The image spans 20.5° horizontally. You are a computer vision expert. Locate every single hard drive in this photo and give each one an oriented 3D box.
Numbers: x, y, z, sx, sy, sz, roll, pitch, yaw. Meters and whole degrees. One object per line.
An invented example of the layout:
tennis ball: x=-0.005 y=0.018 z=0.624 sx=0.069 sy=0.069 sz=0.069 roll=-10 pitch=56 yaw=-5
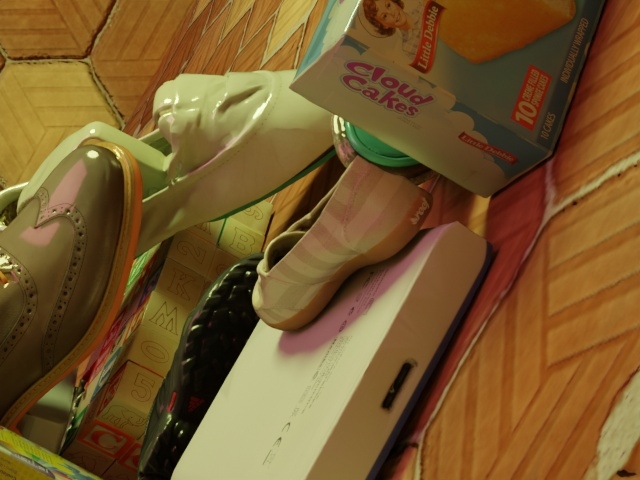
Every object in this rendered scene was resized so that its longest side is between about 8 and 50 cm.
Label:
hard drive: x=-0.004 y=0.096 z=1.200 sx=0.210 sy=0.040 sz=0.318 roll=-60 pitch=13 yaw=-12
hard drive: x=-0.308 y=0.298 z=1.680 sx=0.233 sy=0.047 sz=0.353 roll=-115 pitch=44 yaw=-78

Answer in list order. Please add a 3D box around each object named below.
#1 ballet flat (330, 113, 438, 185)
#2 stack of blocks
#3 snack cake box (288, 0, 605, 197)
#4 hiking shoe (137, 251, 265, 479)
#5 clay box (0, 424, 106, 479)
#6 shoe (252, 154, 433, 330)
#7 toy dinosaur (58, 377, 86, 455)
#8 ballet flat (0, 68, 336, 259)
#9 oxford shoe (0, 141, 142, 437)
ballet flat: x=0.077 y=-0.121 z=1.290 sx=0.106 sy=0.107 sz=0.316 roll=106 pitch=-173 yaw=-47
stack of blocks: x=-0.151 y=0.094 z=1.676 sx=0.171 sy=0.087 sz=0.297 roll=-48 pitch=18 yaw=44
snack cake box: x=0.103 y=-0.180 z=1.149 sx=0.089 sy=0.152 sz=0.264 roll=-37 pitch=27 yaw=60
hiking shoe: x=-0.095 y=0.110 z=1.437 sx=0.227 sy=0.086 sz=0.114 roll=-63 pitch=17 yaw=-6
clay box: x=-0.222 y=0.202 z=1.420 sx=0.053 sy=0.222 sz=0.127 roll=-61 pitch=13 yaw=-2
shoe: x=0.000 y=0.000 z=1.183 sx=0.219 sy=0.058 sz=0.077 roll=-37 pitch=23 yaw=57
toy dinosaur: x=-0.264 y=0.223 z=1.903 sx=0.268 sy=0.064 sz=0.118 roll=-58 pitch=20 yaw=28
ballet flat: x=-0.143 y=-0.070 z=1.600 sx=0.400 sy=0.139 sz=0.139 roll=-28 pitch=27 yaw=23
oxford shoe: x=-0.277 y=0.066 z=1.505 sx=0.130 sy=0.132 sz=0.364 roll=27 pitch=86 yaw=42
